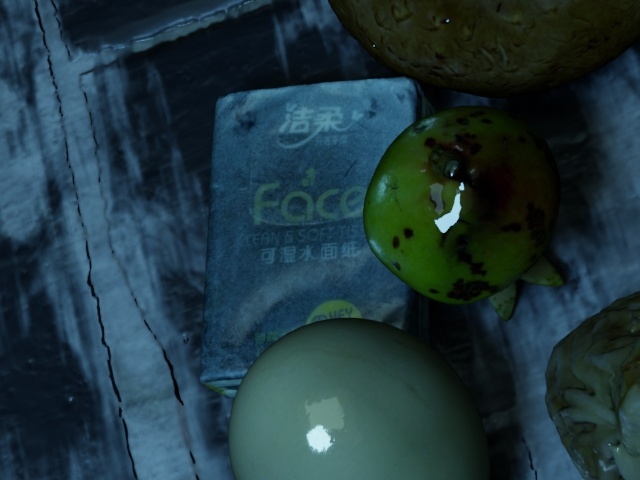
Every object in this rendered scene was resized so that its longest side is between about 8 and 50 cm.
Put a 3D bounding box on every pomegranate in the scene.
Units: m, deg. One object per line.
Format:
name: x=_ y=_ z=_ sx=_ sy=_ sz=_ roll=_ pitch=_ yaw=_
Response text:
pomegranate: x=0.129 y=-0.014 z=1.465 sx=0.156 sy=0.220 sz=0.156 roll=-26 pitch=47 yaw=31

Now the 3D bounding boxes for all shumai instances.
shumai: x=0.251 y=0.112 z=1.396 sx=0.166 sy=0.175 sz=0.206 roll=-41 pitch=59 yaw=-1

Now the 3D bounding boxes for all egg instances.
egg: x=0.033 y=0.160 z=1.411 sx=0.186 sy=0.241 sz=0.186 roll=-19 pitch=48 yaw=23

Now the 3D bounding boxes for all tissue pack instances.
tissue pack: x=0.000 y=0.000 z=1.576 sx=0.185 sy=0.081 sz=0.257 roll=-4 pitch=69 yaw=16

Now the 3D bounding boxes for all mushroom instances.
mushroom: x=0.145 y=-0.280 z=1.563 sx=0.345 sy=0.239 sz=0.345 roll=-16 pitch=69 yaw=46
